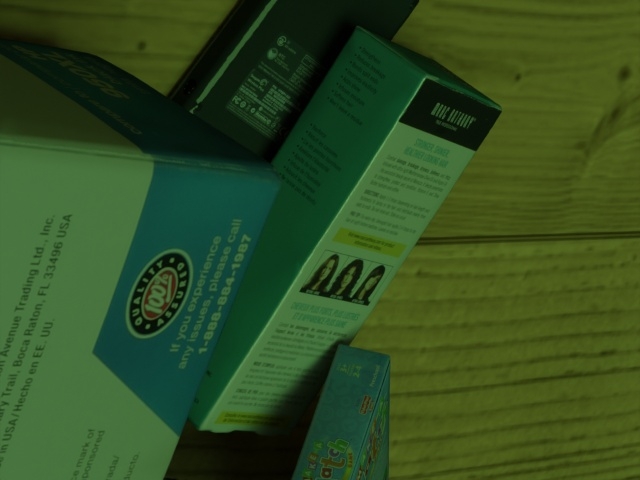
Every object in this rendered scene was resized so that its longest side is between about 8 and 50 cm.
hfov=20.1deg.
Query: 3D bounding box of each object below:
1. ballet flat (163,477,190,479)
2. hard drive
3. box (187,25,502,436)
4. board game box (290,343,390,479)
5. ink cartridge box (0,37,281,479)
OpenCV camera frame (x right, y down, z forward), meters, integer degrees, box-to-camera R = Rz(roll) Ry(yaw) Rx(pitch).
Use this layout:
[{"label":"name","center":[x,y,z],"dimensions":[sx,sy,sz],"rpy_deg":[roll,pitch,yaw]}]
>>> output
[{"label":"ballet flat","center":[-0.147,0.317,1.104],"dimensions":[0.164,0.182,0.482],"rpy_deg":[3,114,-15]},{"label":"hard drive","center":[-0.013,-0.109,1.033],"dimensions":[0.135,0.022,0.094],"rpy_deg":[-53,134,4]},{"label":"box","center":[0.000,0.000,1.062],"dimensions":[0.244,0.060,0.100],"rpy_deg":[-57,150,11]},{"label":"board game box","center":[0.006,0.186,1.120],"dimensions":[0.211,0.039,0.160],"rpy_deg":[89,18,-56]},{"label":"ink cartridge box","center":[-0.246,0.049,0.785],"dimensions":[0.395,0.166,0.285],"rpy_deg":[5,113,-49]}]
